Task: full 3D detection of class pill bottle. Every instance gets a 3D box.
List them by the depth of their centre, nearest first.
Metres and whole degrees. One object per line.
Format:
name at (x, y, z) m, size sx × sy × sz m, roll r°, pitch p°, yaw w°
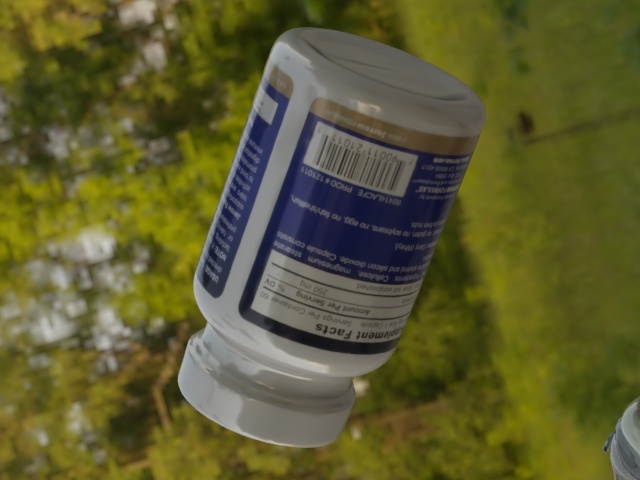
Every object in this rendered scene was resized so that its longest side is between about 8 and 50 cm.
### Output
pill bottle at (0.000, 0.000, 1.282) m, size 0.153 × 0.153 × 0.264 m, roll -105°, pitch 34°, yaw -68°

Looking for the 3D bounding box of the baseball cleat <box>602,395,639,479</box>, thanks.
baseball cleat at (0.281, 0.197, 1.291) m, size 0.206 × 0.072 × 0.109 m, roll 50°, pitch 141°, yaw 23°
